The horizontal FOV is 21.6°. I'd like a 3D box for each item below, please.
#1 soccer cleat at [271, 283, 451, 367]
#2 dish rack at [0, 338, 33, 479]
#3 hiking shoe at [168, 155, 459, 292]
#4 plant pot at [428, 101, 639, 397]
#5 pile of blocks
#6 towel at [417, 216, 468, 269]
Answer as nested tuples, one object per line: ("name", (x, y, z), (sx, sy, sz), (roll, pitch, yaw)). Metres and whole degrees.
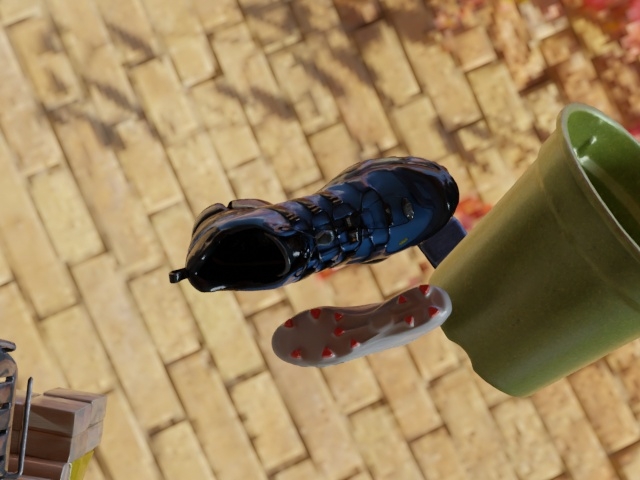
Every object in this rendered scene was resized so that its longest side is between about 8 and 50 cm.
("soccer cleat", (0.046, 0.097, 1.794), (0.076, 0.196, 0.068), (63, 12, -70))
("dish rack", (-0.166, 0.183, 0.807), (0.208, 0.074, 0.271), (17, 78, -84))
("hiking shoe", (0.000, 0.000, 1.766), (0.132, 0.304, 0.113), (-68, 140, -65))
("plant pot", (0.268, 0.033, 1.855), (0.276, 0.254, 0.276), (37, 28, -24))
("pile of blocks", (-0.262, 0.249, 1.226), (0.362, 0.113, 0.149), (-71, 166, -47))
("towel", (0.183, 0.025, 2.258), (0.119, 0.067, 0.029), (53, -11, 8))
